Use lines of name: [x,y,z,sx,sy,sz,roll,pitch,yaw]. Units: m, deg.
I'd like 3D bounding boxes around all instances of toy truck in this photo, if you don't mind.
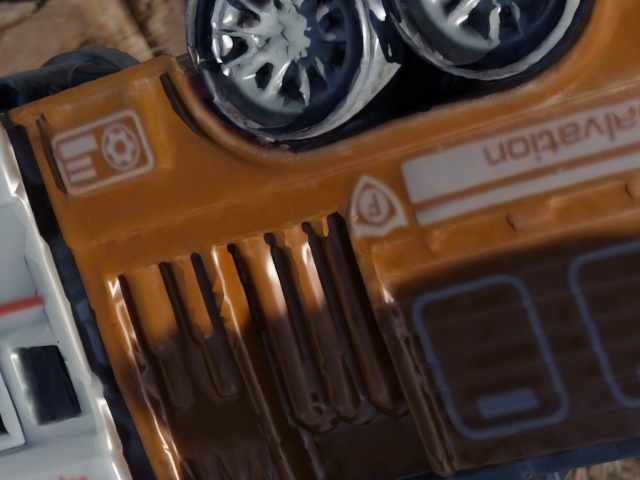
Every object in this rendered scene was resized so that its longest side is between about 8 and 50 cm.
toy truck: [0.000,0.000,0.685,0.388,0.173,0.206,-15,93,32]
